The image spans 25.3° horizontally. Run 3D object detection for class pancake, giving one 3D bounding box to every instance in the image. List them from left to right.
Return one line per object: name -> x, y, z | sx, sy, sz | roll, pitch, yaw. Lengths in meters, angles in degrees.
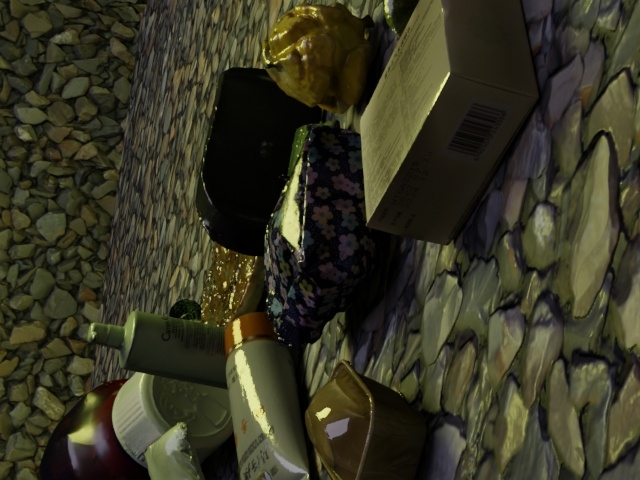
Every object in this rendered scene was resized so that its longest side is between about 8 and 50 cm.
pancake -> -0.128, 0.015, 2.233 | 0.356, 0.065, 0.356 | -168, 90, -73

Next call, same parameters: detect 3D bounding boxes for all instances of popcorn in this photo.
popcorn -> -0.002, -0.238, 1.843 | 0.167, 0.152, 0.148 | 32, 147, 50

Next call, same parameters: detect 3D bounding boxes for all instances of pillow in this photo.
pillow -> -0.183, 0.376, 1.994 | 0.128, 0.051, 0.229 | -37, 71, 48

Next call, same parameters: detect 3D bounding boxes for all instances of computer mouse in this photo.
computer mouse -> -0.085, -0.104, 1.973 | 0.087, 0.168, 0.295 | 124, 156, -58

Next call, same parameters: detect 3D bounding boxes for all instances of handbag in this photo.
handbag -> 0.000, 0.000, 1.656 | 0.208, 0.127, 0.228 | 115, 161, -59

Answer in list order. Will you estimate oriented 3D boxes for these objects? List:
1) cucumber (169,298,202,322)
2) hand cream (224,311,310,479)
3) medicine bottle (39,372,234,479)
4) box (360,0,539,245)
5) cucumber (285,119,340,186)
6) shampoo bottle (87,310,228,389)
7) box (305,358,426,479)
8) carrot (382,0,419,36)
cucumber -> -0.224, 0.149, 2.460 | 0.241, 0.074, 0.074 | -145, 68, -76
hand cream -> -0.068, 0.236, 1.811 | 0.139, 0.089, 0.314 | -54, 33, 30
medicine bottle -> -0.281, 0.321, 2.226 | 0.395, 0.243, 0.242 | -42, 38, 53
box -> 0.118, -0.129, 1.390 | 0.168, 0.095, 0.212 | -94, 23, -43
cucumber -> -0.005, -0.057, 1.862 | 0.078, 0.062, 0.211 | -13, 53, 36
shampoo bottle -> -0.190, 0.151, 1.961 | 0.085, 0.262, 0.085 | -167, 90, -74
box -> 0.038, 0.186, 1.417 | 0.177, 0.111, 0.111 | -141, 64, -73
carrot -> 0.111, -0.414, 1.692 | 0.074, 0.074, 0.358 | 150, 129, -70
